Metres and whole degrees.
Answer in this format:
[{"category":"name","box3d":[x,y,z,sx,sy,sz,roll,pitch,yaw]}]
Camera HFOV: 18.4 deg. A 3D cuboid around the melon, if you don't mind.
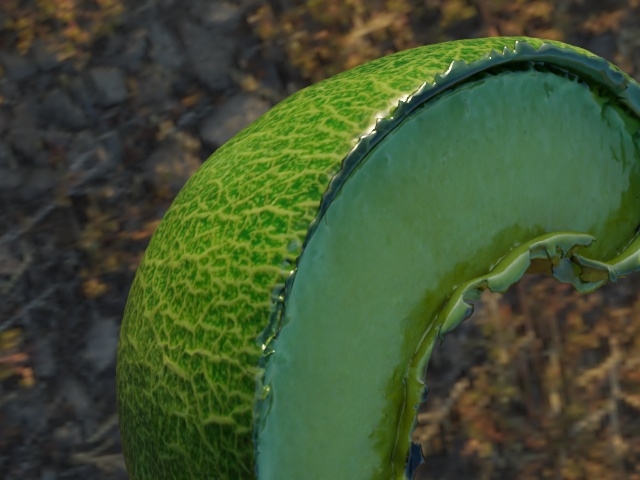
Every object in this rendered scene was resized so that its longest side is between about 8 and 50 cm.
[{"category":"melon","box3d":[0.000,0.000,0.747,0.265,0.169,0.129,-43,119,-30]}]
